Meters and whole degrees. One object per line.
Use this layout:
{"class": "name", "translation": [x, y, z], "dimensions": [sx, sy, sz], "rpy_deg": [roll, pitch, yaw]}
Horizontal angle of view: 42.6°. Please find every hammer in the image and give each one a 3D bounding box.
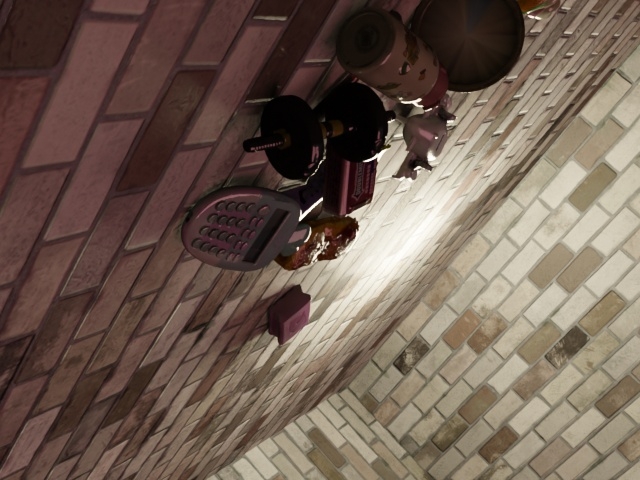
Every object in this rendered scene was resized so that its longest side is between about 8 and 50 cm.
{"class": "hammer", "translation": [0.053, -0.292, 1.512], "dimensions": [0.288, 0.033, 0.111], "rpy_deg": [-45, 163, 3]}

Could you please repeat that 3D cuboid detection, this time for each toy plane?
{"class": "toy plane", "translation": [0.235, -0.251, 1.923], "dimensions": [0.244, 0.117, 0.244], "rpy_deg": [-56, 162, -28]}

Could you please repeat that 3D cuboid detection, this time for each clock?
{"class": "clock", "translation": [0.513, -0.575, 1.807], "dimensions": [0.231, 0.103, 0.144], "rpy_deg": [-43, 155, -11]}

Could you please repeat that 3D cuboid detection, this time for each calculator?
{"class": "calculator", "translation": [-0.136, -0.021, 1.565], "dimensions": [0.299, 0.041, 0.185], "rpy_deg": [10, 121, -48]}

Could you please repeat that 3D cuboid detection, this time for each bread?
{"class": "bread", "translation": [-0.001, -0.001, 2.019], "dimensions": [0.139, 0.077, 0.271], "rpy_deg": [-55, 158, 24]}

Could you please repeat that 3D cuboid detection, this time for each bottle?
{"class": "bottle", "translation": [0.139, -0.306, 1.432], "dimensions": [0.120, 0.120, 0.253], "rpy_deg": [-49, 149, 16]}

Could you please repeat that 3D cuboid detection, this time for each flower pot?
{"class": "flower pot", "translation": [0.292, -0.394, 1.595], "dimensions": [0.212, 0.212, 0.202], "rpy_deg": [-50, 175, 19]}

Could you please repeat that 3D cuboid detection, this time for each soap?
{"class": "soap", "translation": [-0.089, 0.215, 2.355], "dimensions": [0.122, 0.065, 0.203], "rpy_deg": [-39, 162, -19]}

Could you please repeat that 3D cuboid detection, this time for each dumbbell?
{"class": "dumbbell", "translation": [0.007, -0.189, 1.406], "dimensions": [0.325, 0.143, 0.143], "rpy_deg": [-18, 151, -36]}

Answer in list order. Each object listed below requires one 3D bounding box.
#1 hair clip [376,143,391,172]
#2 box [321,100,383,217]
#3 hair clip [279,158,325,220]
{"class": "hair clip", "translation": [0.110, -0.172, 1.917], "dimensions": [0.072, 0.046, 0.173], "rpy_deg": [-25, 155, -26]}
{"class": "box", "translation": [0.063, -0.168, 1.636], "dimensions": [0.120, 0.069, 0.224], "rpy_deg": [-30, 134, -42]}
{"class": "hair clip", "translation": [-0.008, -0.114, 1.725], "dimensions": [0.278, 0.090, 0.137], "rpy_deg": [-42, 168, -22]}
